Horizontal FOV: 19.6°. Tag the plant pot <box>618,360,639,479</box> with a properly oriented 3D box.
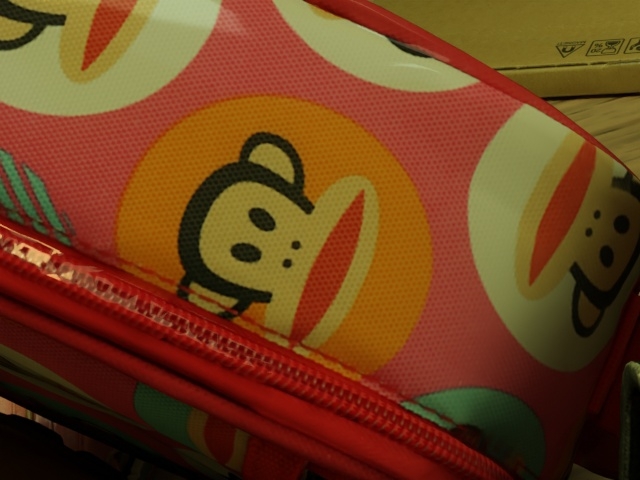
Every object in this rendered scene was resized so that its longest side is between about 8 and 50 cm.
[{"bbox_3d":[0.158,0.137,0.343,0.167,0.187,0.188,-6,29,-3],"label":"plant pot"}]

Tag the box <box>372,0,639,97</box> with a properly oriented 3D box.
[{"bbox_3d":[0.119,-0.120,0.955,0.201,0.021,0.164,-1,32,26],"label":"box"}]

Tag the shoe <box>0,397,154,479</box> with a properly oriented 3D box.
[{"bbox_3d":[-0.096,0.044,0.746,0.081,0.063,0.178,-7,36,14],"label":"shoe"}]

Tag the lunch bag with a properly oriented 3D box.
[{"bbox_3d":[-0.014,0.011,0.518,0.258,0.293,0.120,23,81,8],"label":"lunch bag"}]

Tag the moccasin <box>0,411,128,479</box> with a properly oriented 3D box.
[{"bbox_3d":[-0.095,0.138,0.498,0.147,0.139,0.380,-35,32,-31],"label":"moccasin"}]
